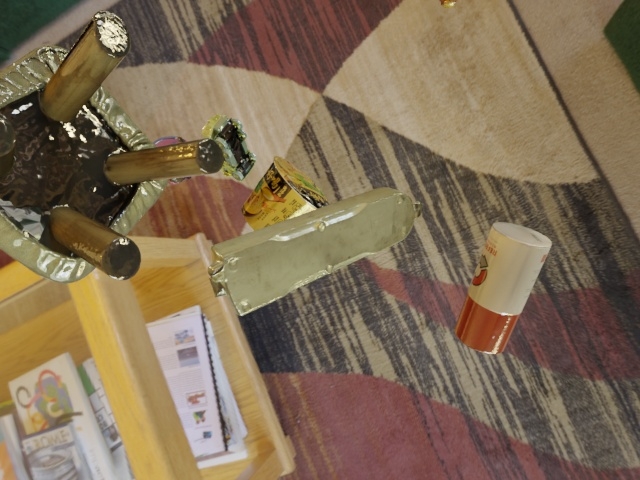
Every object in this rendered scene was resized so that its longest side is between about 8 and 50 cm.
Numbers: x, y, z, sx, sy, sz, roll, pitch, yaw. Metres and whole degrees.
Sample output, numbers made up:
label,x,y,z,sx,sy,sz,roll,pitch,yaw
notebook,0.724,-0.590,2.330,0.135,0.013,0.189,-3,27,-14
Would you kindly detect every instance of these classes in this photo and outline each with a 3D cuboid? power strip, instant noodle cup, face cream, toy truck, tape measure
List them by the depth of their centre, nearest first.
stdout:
label,x,y,z,sx,sy,sz,roll,pitch,yaw
power strip,0.002,0.001,0.555,0.286,0.048,0.080,-22,119,-21
face cream,0.310,0.084,0.789,0.096,0.096,0.214,19,114,15
instant noodle cup,-0.070,-0.068,0.866,0.122,0.151,0.151,-43,78,13
tape measure,-0.350,-0.190,1.097,0.125,0.074,0.118,38,54,17
toy truck,-0.254,-0.249,1.208,0.116,0.191,0.085,23,67,22

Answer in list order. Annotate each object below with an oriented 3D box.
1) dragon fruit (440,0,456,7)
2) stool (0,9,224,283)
label,x,y,z,sx,sy,sz,roll,pitch,yaw
dragon fruit,0.304,-0.723,1.105,0.269,0.291,0.250,-42,49,-20
stool,-0.349,-0.118,0.682,0.226,0.310,0.310,1,49,38
